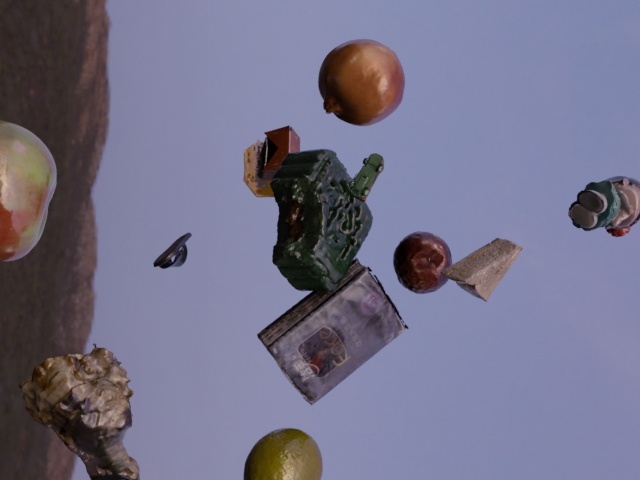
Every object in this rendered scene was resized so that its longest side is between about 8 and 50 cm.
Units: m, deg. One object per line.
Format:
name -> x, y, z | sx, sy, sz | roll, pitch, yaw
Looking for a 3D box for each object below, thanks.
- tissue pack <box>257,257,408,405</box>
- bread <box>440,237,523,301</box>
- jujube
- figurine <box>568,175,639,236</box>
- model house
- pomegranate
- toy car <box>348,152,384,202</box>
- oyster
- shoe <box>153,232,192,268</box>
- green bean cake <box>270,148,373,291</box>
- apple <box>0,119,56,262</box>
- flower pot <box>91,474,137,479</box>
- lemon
tissue pack -> 0.035, 0.254, 2.141 | 0.259, 0.361, 0.122 | 58, -11, -28
bread -> 0.343, 0.043, 1.631 | 0.077, 0.105, 0.152 | 25, -100, 52
jujube -> 0.272, 0.063, 2.076 | 0.236, 0.168, 0.168 | 82, 4, -80
figurine -> 0.599, -0.067, 1.618 | 0.110, 0.246, 0.137 | 43, -58, 31
model house -> -0.138, -0.258, 2.477 | 0.136, 0.208, 0.219 | 118, -23, -59
pomegranate -> 0.096, -0.361, 1.771 | 0.209, 0.209, 0.209 | -5, -95, 64
toy car -> 0.116, -0.157, 1.892 | 0.059, 0.035, 0.121 | 32, -90, 41
oyster -> -0.450, 0.360, 1.484 | 0.133, 0.198, 0.336 | -99, -179, -56
shoe -> -0.341, 0.033, 1.843 | 0.062, 0.053, 0.159 | -23, -161, 24
green bean cake -> -0.014, -0.054, 2.065 | 0.169, 0.300, 0.307 | -3, -134, 40
apple -> -0.746, -0.113, 1.715 | 0.319, 0.277, 0.318 | -164, -90, -73
flower pot -> -0.399, 0.539, 1.455 | 0.107, 0.158, 0.157 | -96, -165, -71
lemon -> -0.095, 0.555, 1.867 | 0.184, 0.248, 0.184 | 10, -73, 36
